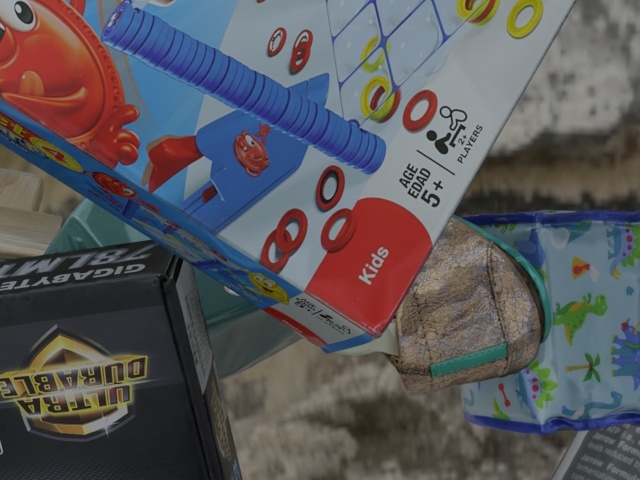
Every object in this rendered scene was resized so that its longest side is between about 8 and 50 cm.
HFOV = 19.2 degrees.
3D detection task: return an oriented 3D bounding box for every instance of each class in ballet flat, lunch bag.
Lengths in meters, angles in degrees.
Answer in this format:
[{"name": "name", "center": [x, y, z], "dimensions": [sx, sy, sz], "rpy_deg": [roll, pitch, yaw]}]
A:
[{"name": "ballet flat", "center": [0.000, 0.000, 1.070], "dimensions": [0.106, 0.108, 0.316], "rpy_deg": [-26, 29, -21]}, {"name": "lunch bag", "center": [0.125, 0.046, 1.114], "dimensions": [0.096, 0.151, 0.129], "rpy_deg": [0, 88, -26]}]

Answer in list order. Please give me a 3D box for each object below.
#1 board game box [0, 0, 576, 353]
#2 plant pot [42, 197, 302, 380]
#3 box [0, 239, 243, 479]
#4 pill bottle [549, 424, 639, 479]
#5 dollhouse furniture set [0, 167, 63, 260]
[{"name": "board game box", "center": [-0.034, -0.159, 0.839], "dimensions": [0.302, 0.086, 0.308], "rpy_deg": [32, 78, -9]}, {"name": "plant pot", "center": [-0.072, 0.000, 1.282], "dimensions": [0.234, 0.166, 0.165], "rpy_deg": [-32, 79, -40]}, {"name": "box", "center": [-0.195, 0.159, 1.157], "dimensions": [0.295, 0.293, 0.073], "rpy_deg": [-8, 20, 8]}, {"name": "pill bottle", "center": [0.253, 0.162, 1.305], "dimensions": [0.161, 0.161, 0.283], "rpy_deg": [28, 82, 19]}, {"name": "dollhouse furniture set", "center": [-0.301, 0.008, 1.550], "dimensions": [0.362, 0.256, 0.394], "rpy_deg": [10, 30, -7]}]
